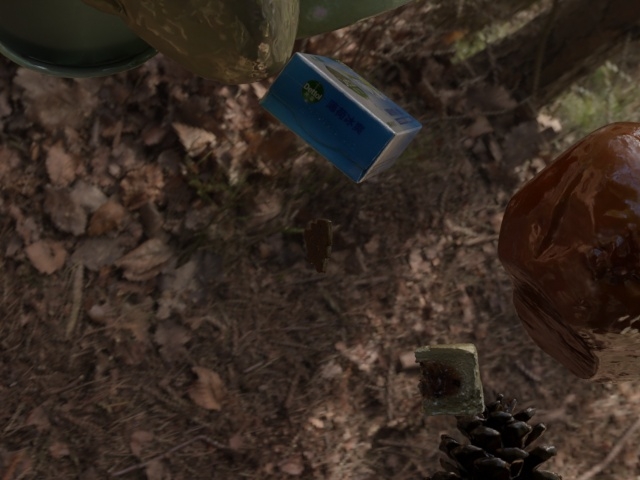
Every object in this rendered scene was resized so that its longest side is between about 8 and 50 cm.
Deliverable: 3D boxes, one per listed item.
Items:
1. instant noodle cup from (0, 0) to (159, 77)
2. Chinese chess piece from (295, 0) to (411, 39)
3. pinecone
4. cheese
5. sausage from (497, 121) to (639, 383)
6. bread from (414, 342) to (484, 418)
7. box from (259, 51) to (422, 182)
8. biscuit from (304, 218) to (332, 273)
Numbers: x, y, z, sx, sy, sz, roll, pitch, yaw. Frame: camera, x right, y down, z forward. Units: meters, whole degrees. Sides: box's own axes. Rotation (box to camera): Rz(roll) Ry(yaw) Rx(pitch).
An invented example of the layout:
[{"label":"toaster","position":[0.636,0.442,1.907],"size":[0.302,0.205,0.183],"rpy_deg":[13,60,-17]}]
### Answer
[{"label":"instant noodle cup","position":[-0.291,-0.348,1.137],"size":[0.311,0.311,0.221],"rpy_deg":[4,57,-28]},{"label":"Chinese chess piece","position":[0.009,-0.413,1.445],"size":[0.349,0.349,0.146],"rpy_deg":[-34,116,-33]},{"label":"pinecone","position":[0.283,0.401,1.573],"size":[0.244,0.244,0.309],"rpy_deg":[28,54,-19]},{"label":"cheese","position":[-0.124,-0.265,0.910],"size":[0.247,0.251,0.173],"rpy_deg":[63,31,-34]},{"label":"sausage","position":[0.186,0.015,0.603],"size":[0.133,0.258,0.133],"rpy_deg":[-6,68,14]},{"label":"bread","position":[0.137,0.149,1.025],"size":[0.035,0.070,0.083],"rpy_deg":[-52,138,-71]},{"label":"box","position":[0.029,-0.141,1.090],"size":[0.139,0.073,0.194],"rpy_deg":[40,16,5]},{"label":"biscuit","position":[0.000,0.000,1.418],"size":[0.016,0.092,0.082],"rpy_deg":[-1,48,-26]}]
